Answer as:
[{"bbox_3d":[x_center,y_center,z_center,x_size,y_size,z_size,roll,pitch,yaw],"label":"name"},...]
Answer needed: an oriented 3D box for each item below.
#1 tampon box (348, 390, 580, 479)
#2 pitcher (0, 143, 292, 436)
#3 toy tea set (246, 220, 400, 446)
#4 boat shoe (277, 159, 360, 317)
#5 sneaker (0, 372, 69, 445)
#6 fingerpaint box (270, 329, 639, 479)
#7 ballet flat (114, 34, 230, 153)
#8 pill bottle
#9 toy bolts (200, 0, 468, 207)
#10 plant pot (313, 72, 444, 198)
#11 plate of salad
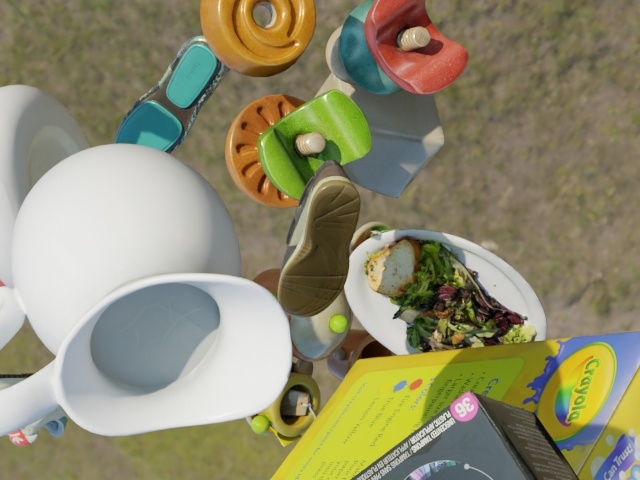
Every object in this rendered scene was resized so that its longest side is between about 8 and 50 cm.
[{"bbox_3d":[0.095,0.184,0.759,0.101,0.120,0.161,24,-150,-58],"label":"tampon box"},{"bbox_3d":[-0.123,0.031,0.749,0.207,0.178,0.125,-126,24,-63],"label":"pitcher"},{"bbox_3d":[0.061,0.092,1.537,0.124,0.336,0.200,14,121,47],"label":"toy tea set"},{"bbox_3d":[0.000,0.000,1.176,0.056,0.049,0.152,12,129,-13],"label":"boat shoe"},{"bbox_3d":[-0.316,0.175,1.450,0.057,0.075,0.161,-2,175,33],"label":"sneaker"},{"bbox_3d":[0.078,0.292,1.135,0.371,0.445,0.163,-13,121,50],"label":"fingerpaint box"},{"bbox_3d":[-0.152,-0.150,1.511,0.070,0.070,0.188,43,122,-7],"label":"ballet flat"},{"bbox_3d":[-0.359,-0.015,1.197,0.323,0.181,0.181,-11,131,19],"label":"pill bottle"},{"bbox_3d":[-0.011,-0.162,1.267,0.218,0.228,0.158,62,159,-12],"label":"toy bolts"},{"bbox_3d":[0.048,-0.118,1.409,0.096,0.109,0.109,4,148,-25],"label":"plant pot"},{"bbox_3d":[0.112,0.069,1.317,0.200,0.048,0.199,15,138,14],"label":"plate of salad"}]
